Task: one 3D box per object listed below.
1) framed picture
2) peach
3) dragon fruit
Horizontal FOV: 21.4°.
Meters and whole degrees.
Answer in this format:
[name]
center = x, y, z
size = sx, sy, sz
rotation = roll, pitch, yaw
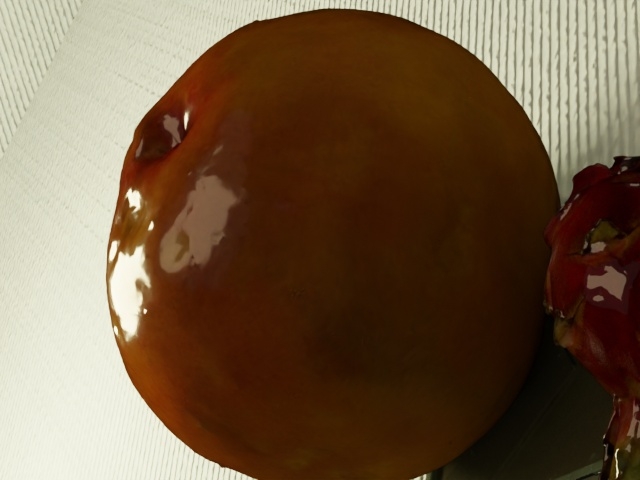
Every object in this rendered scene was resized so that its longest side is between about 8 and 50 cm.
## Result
[framed picture]
center = 0.155, 0.100, 1.174
size = 0.250, 0.016, 0.184
rotation = -36, 36, 47
[peach]
center = 0.000, 0.000, 1.197
size = 0.343, 0.301, 0.343
rotation = -47, 29, 36
[dragon fruit]
center = 0.195, 0.065, 1.019
size = 0.125, 0.125, 0.246
rotation = 146, 135, -65
